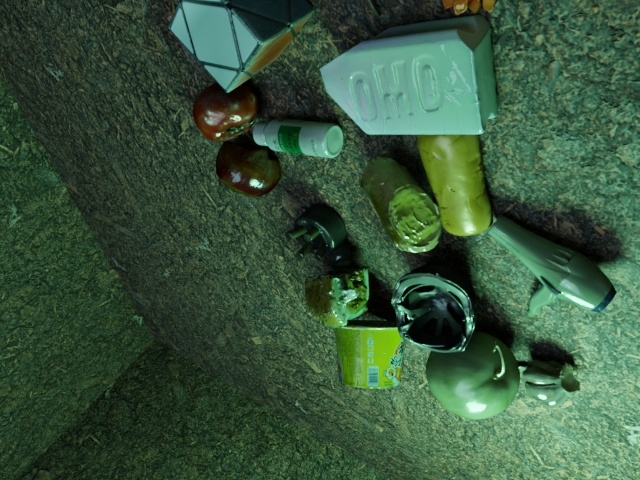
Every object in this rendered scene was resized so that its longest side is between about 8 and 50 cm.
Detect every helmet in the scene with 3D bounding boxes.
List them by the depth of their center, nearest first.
[{"bbox_3d":[0.333,0.162,1.406,0.225,0.177,0.305,14,128,25],"label":"helmet"}]

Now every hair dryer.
[{"bbox_3d":[0.508,0.066,1.217,0.296,0.119,0.298,48,158,1],"label":"hair dryer"}]

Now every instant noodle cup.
[{"bbox_3d":[0.167,0.373,1.673,0.265,0.265,0.199,-5,84,46],"label":"instant noodle cup"}]

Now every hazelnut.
[{"bbox_3d":[-0.223,-0.219,1.556,0.202,0.160,0.170,14,172,-29],"label":"hazelnut"}]

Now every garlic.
[{"bbox_3d":[0.626,0.395,1.445,0.131,0.127,0.194,52,164,-22],"label":"garlic"}]

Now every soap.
[{"bbox_3d":[0.178,-0.333,1.049,0.347,0.115,0.208,10,131,37],"label":"soap"}]

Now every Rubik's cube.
[{"bbox_3d":[-0.180,-0.502,1.133,0.205,0.205,0.207,49,146,-10],"label":"Rubik's cube"}]

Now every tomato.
[{"bbox_3d":[-0.265,-0.367,1.403,0.187,0.187,0.151,-18,93,52],"label":"tomato"}]

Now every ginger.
[{"bbox_3d":[0.194,-0.090,1.264,0.275,0.130,0.221,66,170,-23],"label":"ginger"}]

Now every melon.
[{"bbox_3d":[0.447,0.394,1.488,0.271,0.272,0.308,49,177,-12],"label":"melon"}]

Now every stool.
[{"bbox_3d":[0.004,-0.004,1.570,0.228,0.139,0.153,37,143,8],"label":"stool"}]

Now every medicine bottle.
[{"bbox_3d":[-0.067,-0.283,1.367,0.260,0.095,0.095,16,138,34],"label":"medicine bottle"}]

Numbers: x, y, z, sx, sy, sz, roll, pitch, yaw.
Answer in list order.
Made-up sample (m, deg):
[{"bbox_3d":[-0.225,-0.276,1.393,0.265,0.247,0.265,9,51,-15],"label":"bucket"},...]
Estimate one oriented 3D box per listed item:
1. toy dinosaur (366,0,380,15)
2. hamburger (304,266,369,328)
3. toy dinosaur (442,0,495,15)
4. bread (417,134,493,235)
[{"bbox_3d":[0.045,-0.576,0.957,0.200,0.072,0.251,22,133,9],"label":"toy dinosaur"},{"bbox_3d":[0.055,0.182,1.616,0.288,0.168,0.192,162,104,-67],"label":"hamburger"},{"bbox_3d":[0.265,-0.455,0.881,0.289,0.070,0.117,10,136,44],"label":"toy dinosaur"},{"bbox_3d":[0.314,-0.137,1.169,0.142,0.091,0.305,11,136,44],"label":"bread"}]
